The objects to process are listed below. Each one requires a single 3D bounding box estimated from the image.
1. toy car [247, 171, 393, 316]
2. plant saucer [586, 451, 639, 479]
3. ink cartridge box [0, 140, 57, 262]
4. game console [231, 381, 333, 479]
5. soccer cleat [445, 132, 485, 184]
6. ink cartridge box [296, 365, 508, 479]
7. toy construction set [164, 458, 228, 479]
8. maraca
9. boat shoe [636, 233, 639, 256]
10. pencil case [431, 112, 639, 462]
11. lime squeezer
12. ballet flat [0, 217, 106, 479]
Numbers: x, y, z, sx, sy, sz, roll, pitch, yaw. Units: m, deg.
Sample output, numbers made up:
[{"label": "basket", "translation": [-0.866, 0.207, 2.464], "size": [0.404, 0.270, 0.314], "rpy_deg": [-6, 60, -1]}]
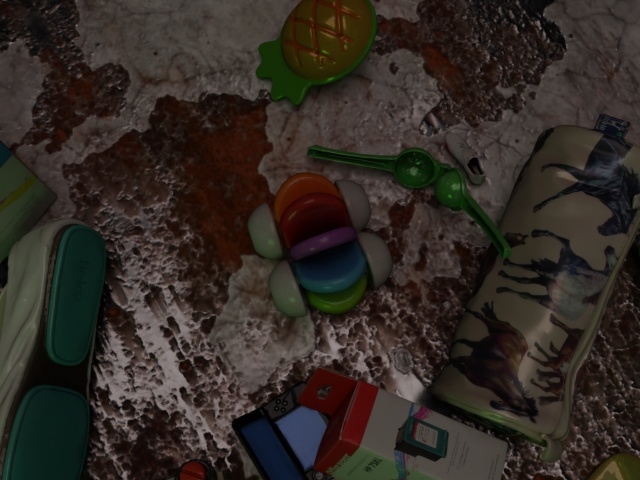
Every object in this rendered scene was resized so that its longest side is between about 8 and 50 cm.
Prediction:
[{"label": "toy car", "translation": [0.000, 0.000, 1.052], "size": [0.159, 0.136, 0.182], "rpy_deg": [-19, 76, -6]}, {"label": "plant saucer", "translation": [0.339, 0.418, 0.886], "size": [0.333, 0.333, 0.081], "rpy_deg": [-45, 111, -11]}, {"label": "ink cartridge box", "translation": [-0.461, -0.071, 1.014], "size": [0.171, 0.233, 0.168], "rpy_deg": [37, 79, 8]}, {"label": "game console", "translation": [-0.030, 0.243, 1.020], "size": [0.107, 0.071, 0.122], "rpy_deg": [-31, 78, -9]}, {"label": "soccer cleat", "translation": [0.196, -0.113, 1.139], "size": [0.029, 0.035, 0.083], "rpy_deg": [-27, 77, -8]}, {"label": "ink cartridge box", "translation": [0.079, 0.239, 0.972], "size": [0.231, 0.134, 0.078], "rpy_deg": [23, 58, -1]}, {"label": "toy construction set", "translation": [-0.170, 0.376, 0.940], "size": [0.327, 0.151, 0.215], "rpy_deg": [-9, 51, -11]}, {"label": "maraca", "translation": [-0.007, -0.266, 1.149], "size": [0.185, 0.099, 0.127], "rpy_deg": [-37, 71, 16]}, {"label": "boat shoe", "translation": [0.567, 0.012, 1.074], "size": [0.320, 0.118, 0.103], "rpy_deg": [-11, 79, 3]}, {"label": "pencil case", "translation": [0.282, 0.054, 1.022], "size": [0.160, 0.183, 0.410], "rpy_deg": [38, 71, -37]}, {"label": "lime squeezer", "translation": [0.136, -0.075, 1.083], "size": [0.310, 0.110, 0.059], "rpy_deg": [31, 114, 29]}, {"label": "ballet flat", "translation": [-0.348, 0.168, 1.018], "size": [0.139, 0.139, 0.400], "rpy_deg": [4, 71, 0]}]
